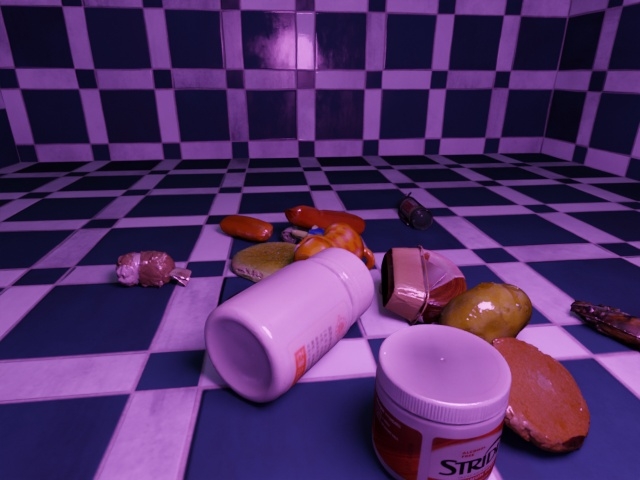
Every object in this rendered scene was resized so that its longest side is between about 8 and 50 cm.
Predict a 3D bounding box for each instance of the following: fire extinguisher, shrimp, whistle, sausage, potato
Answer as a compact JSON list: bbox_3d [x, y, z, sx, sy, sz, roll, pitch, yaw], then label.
[{"bbox_3d":[0.397,-0.137,1.809,0.093,0.118,0.294,32,14,-18],"label":"fire extinguisher"},{"bbox_3d":[0.809,0.217,0.980,0.233,0.071,0.365,-7,20,-41],"label":"shrimp"},{"bbox_3d":[0.000,0.000,1.451,0.228,0.085,0.105,18,-16,25],"label":"whistle"},{"bbox_3d":[-0.282,-0.047,1.582,0.239,0.097,0.098,12,25,32],"label":"sausage"},{"bbox_3d":[0.369,0.174,0.913,0.254,0.186,0.148,-18,71,-32],"label":"potato"},{"bbox_3d":[0.025,-0.070,1.545,0.349,0.093,0.097,7,-6,-32],"label":"sausage"}]

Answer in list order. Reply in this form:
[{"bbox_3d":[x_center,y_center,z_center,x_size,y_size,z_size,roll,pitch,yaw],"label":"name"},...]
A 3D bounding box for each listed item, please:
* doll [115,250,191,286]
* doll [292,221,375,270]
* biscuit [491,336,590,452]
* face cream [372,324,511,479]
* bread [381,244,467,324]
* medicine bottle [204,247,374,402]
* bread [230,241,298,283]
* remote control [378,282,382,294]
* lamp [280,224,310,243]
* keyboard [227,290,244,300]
[{"bbox_3d":[-0.499,0.084,1.230,0.222,0.105,0.115,0,21,2],"label":"doll"},{"bbox_3d":[0.023,0.051,1.249,0.270,0.166,0.162,-23,32,-39],"label":"doll"},{"bbox_3d":[0.385,0.273,0.749,0.226,0.042,0.225,15,41,-14],"label":"biscuit"},{"bbox_3d":[0.188,0.268,0.668,0.201,0.187,0.201,0,22,0],"label":"face cream"},{"bbox_3d":[0.269,0.111,1.081,0.212,0.142,0.224,11,42,-4],"label":"bread"},{"bbox_3d":[-0.050,0.162,0.905,0.211,0.210,0.372,14,25,31],"label":"medicine bottle"},{"bbox_3d":[-0.144,0.063,1.371,0.302,0.045,0.301,2,22,-1],"label":"bread"},{"bbox_3d":[0.273,0.118,1.244,0.098,0.038,0.234,18,27,36],"label":"remote control"},{"bbox_3d":[-0.075,-0.051,1.593,0.106,0.106,0.193,12,36,27],"label":"lamp"},{"bbox_3d":[-0.159,0.177,1.125,0.205,0.013,0.061,13,25,30],"label":"keyboard"}]
